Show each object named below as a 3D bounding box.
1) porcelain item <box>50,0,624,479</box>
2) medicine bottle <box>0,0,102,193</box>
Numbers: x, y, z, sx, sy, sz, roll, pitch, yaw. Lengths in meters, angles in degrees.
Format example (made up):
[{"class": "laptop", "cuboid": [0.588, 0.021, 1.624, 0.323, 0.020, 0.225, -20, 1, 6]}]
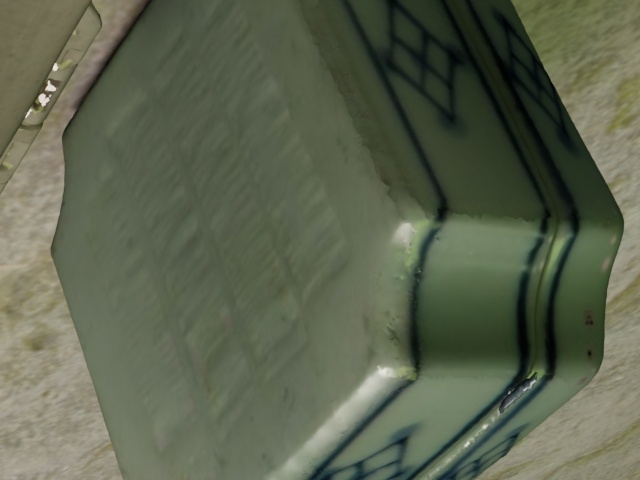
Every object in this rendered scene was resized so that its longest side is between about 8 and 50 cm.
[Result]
[{"class": "porcelain item", "cuboid": [0.000, 0.000, 0.816, 0.157, 0.286, 0.281, 3, 141, -38]}, {"class": "medicine bottle", "cuboid": [-0.261, -0.074, 0.697, 0.282, 0.123, 0.375, 7, 140, -35]}]
